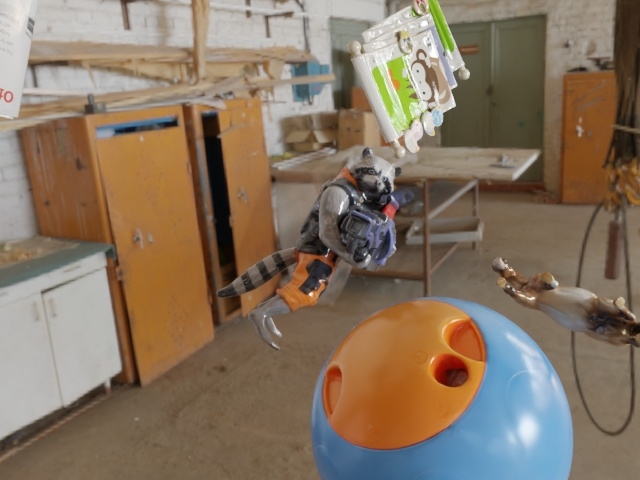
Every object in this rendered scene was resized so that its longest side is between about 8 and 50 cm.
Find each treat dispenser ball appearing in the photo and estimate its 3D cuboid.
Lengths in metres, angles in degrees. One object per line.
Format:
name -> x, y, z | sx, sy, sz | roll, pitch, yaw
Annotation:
treat dispenser ball -> 0.131, 0.208, 0.701 | 0.288, 0.288, 0.288 | -3, 15, 1

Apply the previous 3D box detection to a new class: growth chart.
growth chart -> 0.122, -0.222, 0.804 | 0.021, 0.172, 0.237 | -12, 28, 47

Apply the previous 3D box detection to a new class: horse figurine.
horse figurine -> 0.336, 0.084, 0.804 | 0.263, 0.066, 0.174 | 21, -2, 23

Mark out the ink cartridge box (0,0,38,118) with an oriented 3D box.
ink cartridge box -> -0.330, -0.219, 0.551 | 0.082, 0.191, 0.139 | 14, 4, 13

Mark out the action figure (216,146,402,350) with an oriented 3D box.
action figure -> 0.000, 0.000, 0.925 | 0.178, 0.330, 0.341 | 36, -4, 13
